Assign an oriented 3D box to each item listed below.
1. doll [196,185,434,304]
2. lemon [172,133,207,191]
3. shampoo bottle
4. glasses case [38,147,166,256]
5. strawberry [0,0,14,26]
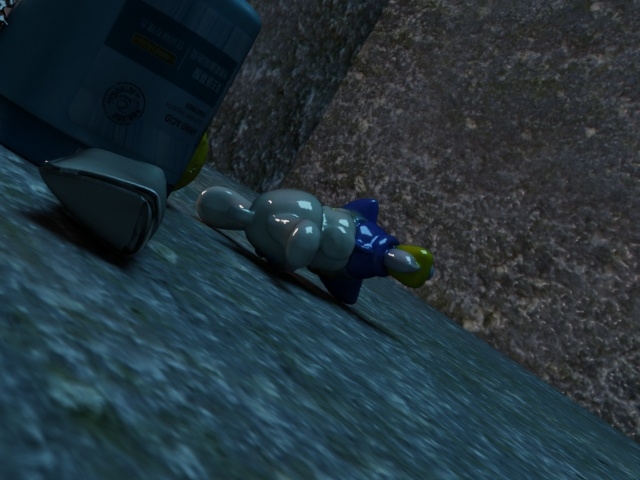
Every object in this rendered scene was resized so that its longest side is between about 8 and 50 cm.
[{"bbox_3d":[-0.004,0.008,1.706,0.365,0.187,0.376,16,22,-32],"label":"doll"},{"bbox_3d":[-0.285,-0.170,1.696,0.173,0.173,0.206,29,5,-19],"label":"lemon"},{"bbox_3d":[-0.304,-0.263,1.434,0.331,0.343,0.331,30,2,-1],"label":"shampoo bottle"},{"bbox_3d":[-0.234,-0.048,1.062,0.128,0.083,0.308,24,4,-9],"label":"glasses case"},{"bbox_3d":[-0.593,-0.340,1.343,0.253,0.150,0.280,-13,58,-40],"label":"strawberry"}]
